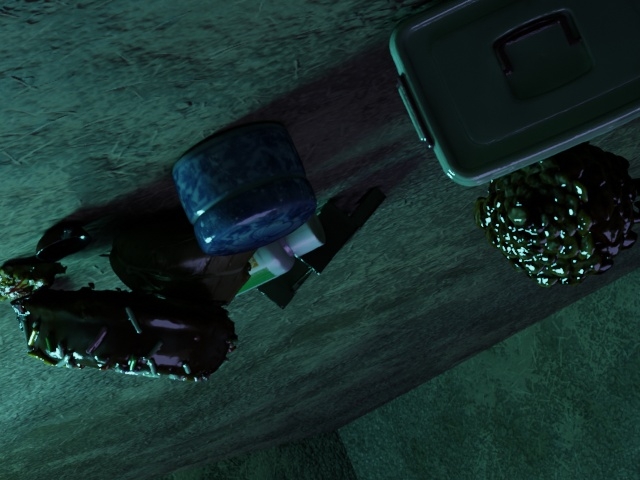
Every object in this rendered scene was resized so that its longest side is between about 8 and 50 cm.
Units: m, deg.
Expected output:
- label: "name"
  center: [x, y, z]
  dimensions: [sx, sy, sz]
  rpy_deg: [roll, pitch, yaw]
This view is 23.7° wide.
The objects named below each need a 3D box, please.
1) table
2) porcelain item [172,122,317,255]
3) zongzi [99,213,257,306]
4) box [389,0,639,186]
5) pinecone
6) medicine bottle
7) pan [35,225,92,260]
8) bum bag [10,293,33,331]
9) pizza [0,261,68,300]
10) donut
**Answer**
- label: "table"
  center: [0.000, 0.000, 2.176]
  dimensions: [0.175, 0.062, 0.146]
  rpy_deg: [-52, -176, -32]
- label: "porcelain item"
  center: [-0.085, -0.053, 1.739]
  dimensions: [0.147, 0.114, 0.147]
  rpy_deg: [-21, 168, -5]
- label: "zongzi"
  center: [-0.148, -0.010, 1.898]
  dimensions: [0.194, 0.099, 0.197]
  rpy_deg: [10, 123, -48]
- label: "box"
  center: [0.230, -0.182, 1.610]
  dimensions: [0.294, 0.193, 0.167]
  rpy_deg: [-23, 175, 3]
- label: "pinecone"
  center: [0.358, -0.047, 2.259]
  dimensions: [0.224, 0.224, 0.272]
  rpy_deg: [-32, 171, 36]
- label: "medicine bottle"
  center: [-0.121, 0.029, 2.047]
  dimensions: [0.260, 0.095, 0.095]
  rpy_deg: [-24, 167, 15]
- label: "pan"
  center: [-0.299, -0.006, 1.771]
  dimensions: [0.068, 0.023, 0.115]
  rpy_deg: [-17, 168, -18]
- label: "bum bag"
  center: [-0.377, 0.094, 2.016]
  dimensions: [0.058, 0.034, 0.124]
  rpy_deg: [-10, 164, -10]
- label: "pizza"
  center: [-0.371, 0.051, 1.872]
  dimensions: [0.100, 0.029, 0.099]
  rpy_deg: [-25, 165, 10]
- label: "donut"
  center: [-0.236, 0.115, 1.869]
  dimensions: [0.269, 0.103, 0.270]
  rpy_deg: [6, 172, 1]
